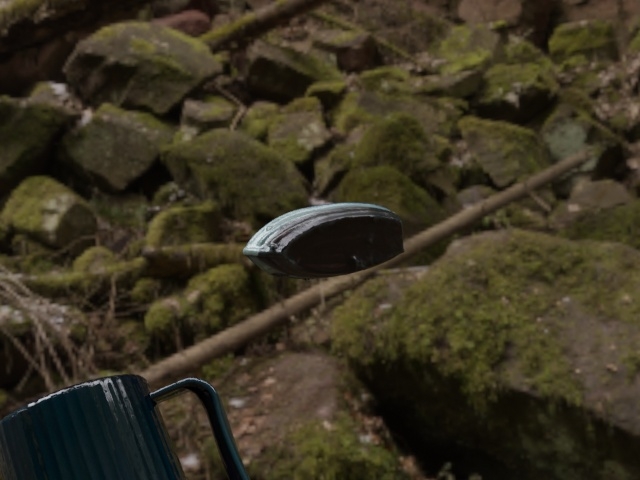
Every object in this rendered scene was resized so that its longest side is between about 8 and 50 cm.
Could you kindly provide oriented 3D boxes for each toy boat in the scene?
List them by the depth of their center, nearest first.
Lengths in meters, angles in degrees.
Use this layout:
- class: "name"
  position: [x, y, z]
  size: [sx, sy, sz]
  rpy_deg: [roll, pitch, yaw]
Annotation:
- class: "toy boat"
  position: [0.000, 0.000, 0.748]
  size: [0.140, 0.059, 0.066]
  rpy_deg: [-9, 12, -33]

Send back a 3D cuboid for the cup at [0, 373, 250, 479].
- class: "cup"
  position: [-0.275, 0.342, 1.274]
  size: [0.308, 0.292, 0.242]
  rpy_deg: [-30, -18, 17]
